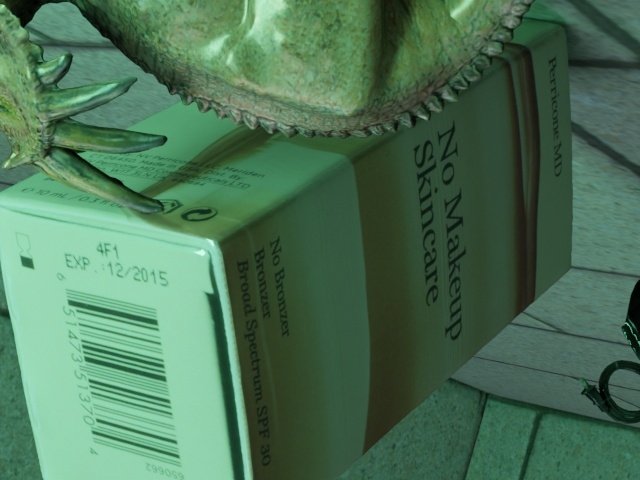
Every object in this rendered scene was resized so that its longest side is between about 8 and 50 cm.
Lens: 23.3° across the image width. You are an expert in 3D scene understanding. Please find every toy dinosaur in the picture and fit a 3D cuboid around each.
[{"bbox_3d":[-0.031,-0.088,0.567,0.295,0.200,0.127,14,171,17],"label":"toy dinosaur"}]

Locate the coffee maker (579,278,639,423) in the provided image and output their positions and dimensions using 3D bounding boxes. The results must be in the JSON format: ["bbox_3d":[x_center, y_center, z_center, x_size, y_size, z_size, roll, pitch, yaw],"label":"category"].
[{"bbox_3d":[0.262,0.048,0.989,0.120,0.171,0.178,32,172,9],"label":"coffee maker"}]

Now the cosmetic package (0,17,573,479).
[{"bbox_3d":[0.000,0.000,0.748,0.129,0.153,0.296,10,-150,33],"label":"cosmetic package"}]
